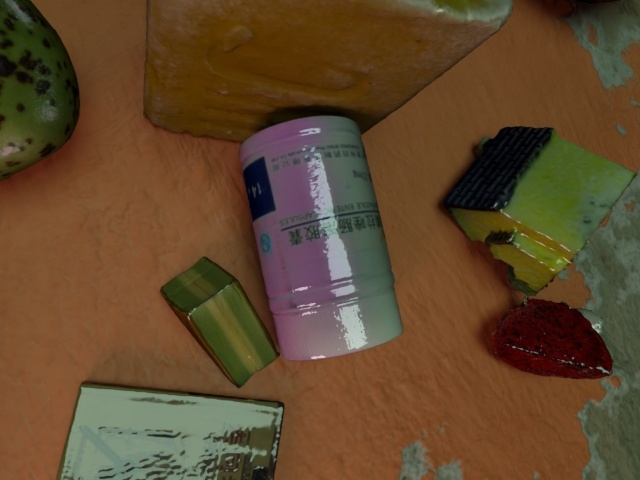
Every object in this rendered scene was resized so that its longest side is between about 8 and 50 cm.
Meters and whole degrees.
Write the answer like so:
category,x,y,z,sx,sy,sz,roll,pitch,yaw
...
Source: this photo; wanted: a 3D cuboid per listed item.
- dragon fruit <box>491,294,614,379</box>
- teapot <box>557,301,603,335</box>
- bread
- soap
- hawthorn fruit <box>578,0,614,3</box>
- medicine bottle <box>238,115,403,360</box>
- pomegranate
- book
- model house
category,x,y,z,sx,sy,sz,roll,pitch,yaw
dragon fruit,0.339,0.148,0.657,0.162,0.083,0.106,11,53,15
teapot,0.403,0.140,0.692,0.064,0.064,0.083,25,60,-7
bread,-0.120,0.101,0.532,0.074,0.084,0.139,-39,127,-22
soap,-0.029,-0.222,0.454,0.294,0.335,0.156,5,80,-23
hawthorn fruit,0.522,-0.620,0.691,0.403,0.403,0.402,3,80,-20
medicine bottle,0.000,0.000,0.518,0.152,0.152,0.253,-11,85,-22
pomegranate,-0.347,-0.146,0.367,0.215,0.248,0.214,1,100,5
book,-0.163,0.253,0.484,0.231,0.026,0.161,13,77,-18
model house,0.304,-0.054,0.669,0.211,0.170,0.194,37,76,19
